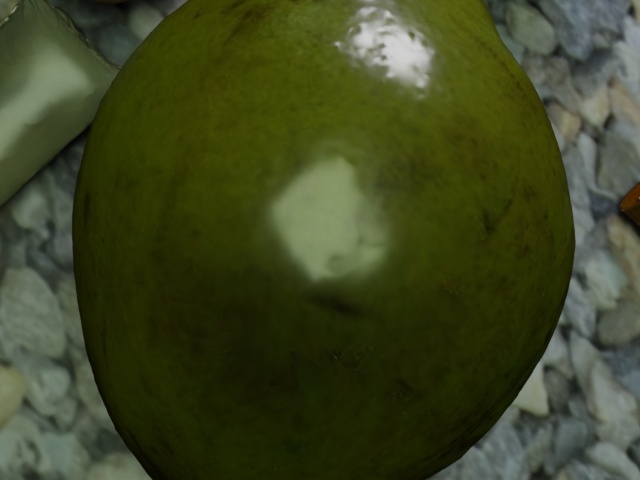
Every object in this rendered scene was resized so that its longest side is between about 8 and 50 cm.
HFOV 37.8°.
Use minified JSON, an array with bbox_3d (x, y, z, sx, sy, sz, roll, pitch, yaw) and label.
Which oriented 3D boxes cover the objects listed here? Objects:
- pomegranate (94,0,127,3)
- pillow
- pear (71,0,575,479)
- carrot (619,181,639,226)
[{"bbox_3d":[-0.165,-0.287,0.730,0.207,0.207,0.207,1,84,-8],"label":"pomegranate"},{"bbox_3d":[-0.261,-0.104,0.762,0.208,0.053,0.119,-44,89,-6],"label":"pillow"},{"bbox_3d":[0.000,0.000,0.657,0.351,0.352,0.414,7,93,-7],"label":"pear"},{"bbox_3d":[0.336,-0.002,0.838,0.139,0.048,0.048,39,81,-5],"label":"carrot"}]
